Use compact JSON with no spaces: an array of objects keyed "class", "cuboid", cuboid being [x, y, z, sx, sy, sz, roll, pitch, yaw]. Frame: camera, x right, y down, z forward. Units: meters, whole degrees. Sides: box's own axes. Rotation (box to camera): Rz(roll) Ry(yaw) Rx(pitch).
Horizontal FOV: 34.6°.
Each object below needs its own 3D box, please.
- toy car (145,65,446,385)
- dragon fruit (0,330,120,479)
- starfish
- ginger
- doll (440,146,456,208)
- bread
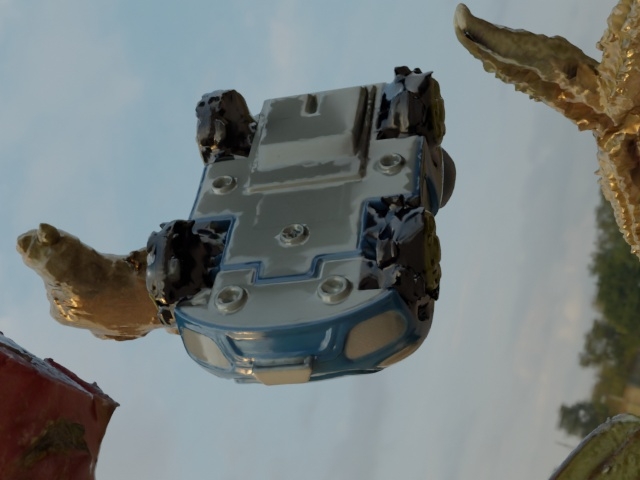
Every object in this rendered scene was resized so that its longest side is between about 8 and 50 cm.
[{"class":"toy car","cuboid":[0.000,0.000,0.756,0.314,0.198,0.166,-82,-21,-48]},{"class":"dragon fruit","cuboid":[-0.325,0.211,0.847,0.291,0.250,0.269,-57,-44,-6]},{"class":"starfish","cuboid":[0.292,-0.059,0.702,0.432,0.324,0.083,40,-113,-34]},{"class":"ginger","cuboid":[-0.212,0.051,1.060,0.138,0.213,0.074,-68,30,27]},{"class":"doll","cuboid":[0.086,-0.093,1.616,0.228,0.258,0.154,144,107,-82]},{"class":"bread","cuboid":[0.241,0.278,0.947,0.234,0.110,0.184,-46,-34,-6]}]
